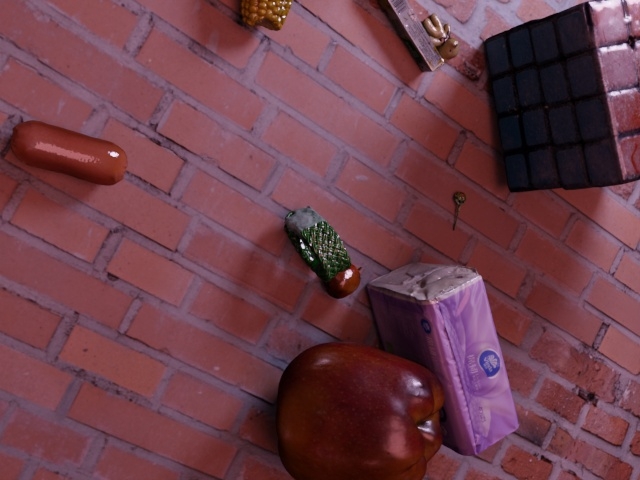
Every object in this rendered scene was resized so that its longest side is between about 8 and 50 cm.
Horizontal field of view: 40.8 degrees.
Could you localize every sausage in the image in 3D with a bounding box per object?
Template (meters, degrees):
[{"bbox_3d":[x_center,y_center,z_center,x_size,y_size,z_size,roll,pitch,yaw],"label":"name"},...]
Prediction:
[{"bbox_3d":[-0.418,-0.145,1.434,0.194,0.077,0.077,15,90,-25],"label":"sausage"}]

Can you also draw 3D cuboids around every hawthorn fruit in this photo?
[{"bbox_3d":[0.040,0.076,1.678,0.077,0.077,0.077,-3,98,-25],"label":"hawthorn fruit"}]

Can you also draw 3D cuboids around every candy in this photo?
[{"bbox_3d":[0.286,-0.061,1.803,0.025,0.023,0.083,5,104,-33],"label":"candy"}]

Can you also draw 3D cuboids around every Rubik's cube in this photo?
[{"bbox_3d":[0.576,-0.289,1.713,0.344,0.337,0.344,-12,92,-23],"label":"Rubik's cube"}]

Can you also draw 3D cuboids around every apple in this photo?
[{"bbox_3d":[0.062,0.324,1.577,0.288,0.317,0.288,4,90,-65],"label":"apple"}]

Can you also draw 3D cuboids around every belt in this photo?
[{"bbox_3d":[0.000,0.000,1.614,0.079,0.121,0.151,-36,70,-15],"label":"belt"}]

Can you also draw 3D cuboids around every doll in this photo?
[{"bbox_3d":[0.242,-0.408,1.734,0.061,0.051,0.093,-40,82,-15],"label":"doll"}]

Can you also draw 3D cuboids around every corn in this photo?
[{"bbox_3d":[-0.075,-0.533,1.527,0.115,0.115,0.317,11,91,-26],"label":"corn"}]

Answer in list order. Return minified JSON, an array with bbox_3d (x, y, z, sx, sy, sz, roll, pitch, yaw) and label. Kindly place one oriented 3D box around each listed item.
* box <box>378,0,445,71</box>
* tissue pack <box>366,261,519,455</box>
[{"bbox_3d":[0.170,-0.422,1.685,0.041,0.050,0.207,-41,111,-12],"label":"box"},{"bbox_3d":[0.241,0.218,1.692,0.160,0.242,0.338,-23,106,-24],"label":"tissue pack"}]
